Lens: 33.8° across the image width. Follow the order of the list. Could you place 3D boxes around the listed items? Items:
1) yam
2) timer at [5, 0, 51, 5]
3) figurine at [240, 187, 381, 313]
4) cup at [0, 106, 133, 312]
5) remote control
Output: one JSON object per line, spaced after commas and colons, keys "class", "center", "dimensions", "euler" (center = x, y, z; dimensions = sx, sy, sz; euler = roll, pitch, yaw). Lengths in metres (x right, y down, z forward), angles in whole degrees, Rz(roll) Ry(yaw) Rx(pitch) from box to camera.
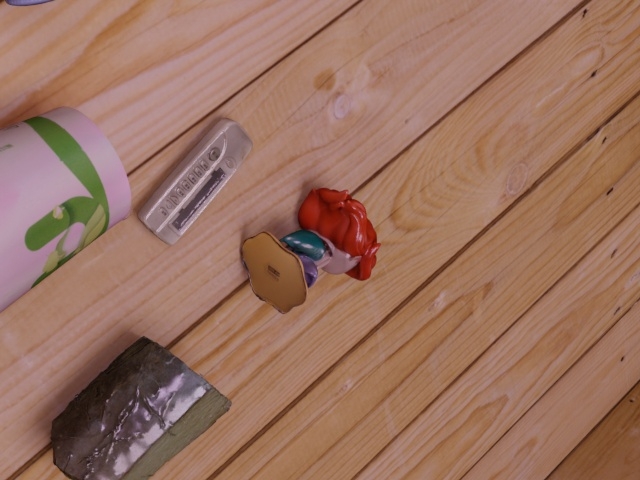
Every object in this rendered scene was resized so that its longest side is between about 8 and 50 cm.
{"class": "yam", "center": [-0.320, 0.304, 1.780], "dimensions": [0.271, 0.201, 0.202], "euler": [-51, 159, -15]}
{"class": "timer", "center": [-0.392, -0.467, 1.245], "dimensions": [0.395, 0.173, 0.395], "euler": [-14, 110, -45]}
{"class": "figurine", "center": [0.006, 0.007, 1.946], "dimensions": [0.257, 0.181, 0.208], "euler": [-27, 102, -40]}
{"class": "cup", "center": [-0.424, -0.046, 1.451], "dimensions": [0.274, 0.253, 0.253], "euler": [-36, 135, -36]}
{"class": "remote control", "center": [-0.208, -0.102, 1.754], "dimensions": [0.230, 0.049, 0.090], "euler": [-51, 139, -10]}
